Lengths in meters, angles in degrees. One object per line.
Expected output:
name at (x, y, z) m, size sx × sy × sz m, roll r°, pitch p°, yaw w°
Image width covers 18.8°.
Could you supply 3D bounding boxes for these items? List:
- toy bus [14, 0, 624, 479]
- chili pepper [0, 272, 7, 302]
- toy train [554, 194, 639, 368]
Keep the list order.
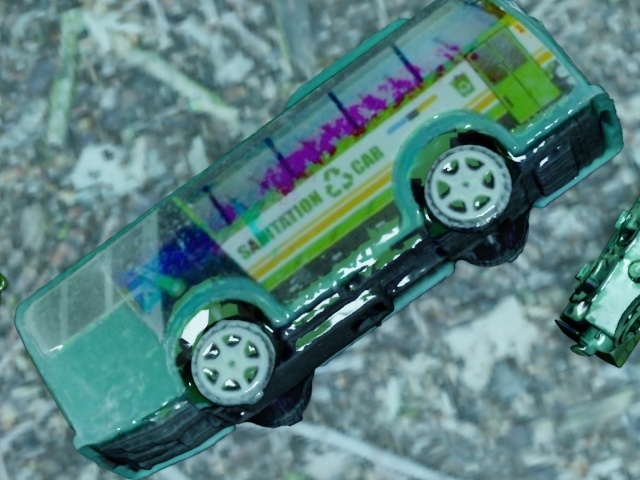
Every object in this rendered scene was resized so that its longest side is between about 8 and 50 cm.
toy bus at (0.000, 0.000, 0.816) m, size 0.261 × 0.091 × 0.109 m, roll -36°, pitch 68°, yaw 1°
chili pepper at (-0.188, 0.029, 0.874) m, size 0.091 × 0.030 × 0.034 m, roll 0°, pitch 54°, yaw 8°
toy train at (0.146, -0.013, 0.797) m, size 0.038 × 0.071 × 0.148 m, roll 33°, pitch 86°, yaw 13°
